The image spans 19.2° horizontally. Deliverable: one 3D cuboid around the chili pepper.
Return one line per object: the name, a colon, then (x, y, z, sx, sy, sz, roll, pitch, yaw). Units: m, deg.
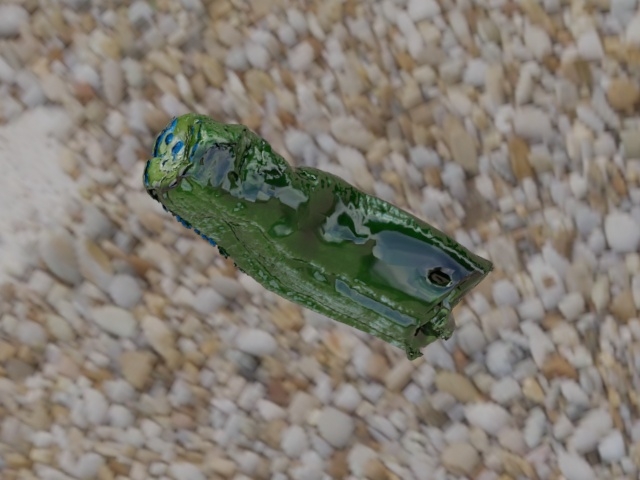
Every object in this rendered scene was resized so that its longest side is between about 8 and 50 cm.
chili pepper: (0.000, -0.002, 1.082, 0.098, 0.224, 0.061, -40, 33, 40)
